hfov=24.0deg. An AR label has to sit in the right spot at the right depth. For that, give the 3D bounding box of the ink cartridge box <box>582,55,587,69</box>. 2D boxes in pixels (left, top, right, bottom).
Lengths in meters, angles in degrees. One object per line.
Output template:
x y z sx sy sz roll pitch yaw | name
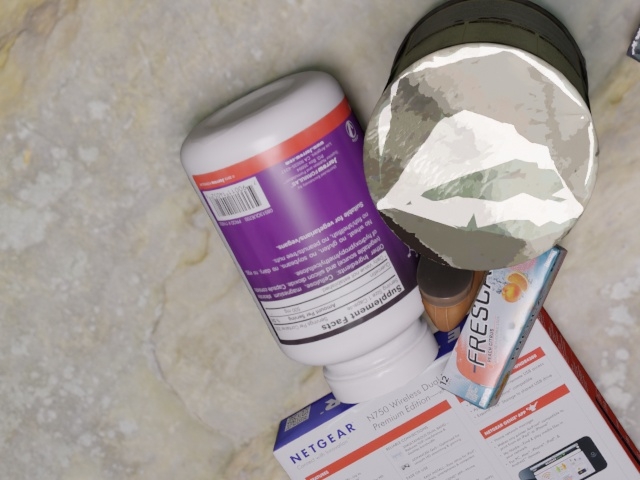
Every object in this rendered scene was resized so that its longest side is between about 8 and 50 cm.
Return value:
0.201 -0.169 1.548 0.088 0.052 0.122 41 107 -8 | ink cartridge box

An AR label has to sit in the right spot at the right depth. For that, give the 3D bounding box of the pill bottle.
0.000 0.000 1.557 0.181 0.181 0.323 -24 106 13 | pill bottle

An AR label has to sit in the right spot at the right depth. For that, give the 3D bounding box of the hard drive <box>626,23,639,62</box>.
0.435 -0.259 1.495 0.172 0.054 0.255 29 109 -5 | hard drive

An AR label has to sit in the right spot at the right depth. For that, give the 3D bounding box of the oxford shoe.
0.145 0.003 1.553 0.076 0.212 0.076 11 140 19 | oxford shoe

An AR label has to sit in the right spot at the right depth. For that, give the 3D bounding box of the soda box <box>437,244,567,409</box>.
0.187 0.080 1.547 0.058 0.063 0.183 25 96 17 | soda box

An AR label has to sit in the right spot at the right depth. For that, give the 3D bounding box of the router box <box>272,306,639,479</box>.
0.168 0.257 1.683 0.335 0.082 0.301 -30 104 14 | router box

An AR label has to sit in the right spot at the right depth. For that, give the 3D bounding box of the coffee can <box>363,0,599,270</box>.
0.152 -0.110 1.399 0.201 0.275 0.202 2 108 7 | coffee can
